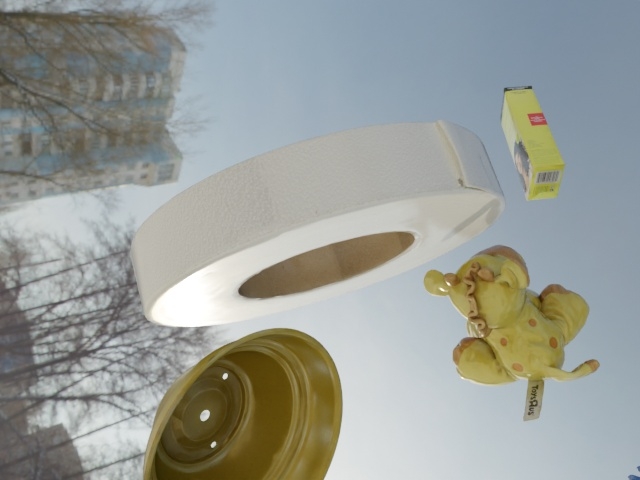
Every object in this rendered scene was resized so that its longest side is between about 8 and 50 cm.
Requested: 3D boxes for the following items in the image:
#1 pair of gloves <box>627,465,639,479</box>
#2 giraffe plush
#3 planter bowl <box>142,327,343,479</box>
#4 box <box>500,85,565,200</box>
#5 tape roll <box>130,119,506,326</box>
[{"bbox_3d":[0.643,0.478,1.041,0.198,0.159,0.023,-102,-161,-58],"label":"pair of gloves"},{"bbox_3d":[0.217,0.083,0.726,0.181,0.210,0.170,-29,-72,21],"label":"giraffe plush"},{"bbox_3d":[-0.085,0.175,0.548,0.090,0.217,0.217,13,-68,45],"label":"planter bowl"},{"bbox_3d":[0.388,-0.186,1.109,0.087,0.058,0.232,79,8,-47],"label":"box"},{"bbox_3d":[0.000,0.000,0.638,0.392,0.392,0.072,-38,-116,53],"label":"tape roll"}]
